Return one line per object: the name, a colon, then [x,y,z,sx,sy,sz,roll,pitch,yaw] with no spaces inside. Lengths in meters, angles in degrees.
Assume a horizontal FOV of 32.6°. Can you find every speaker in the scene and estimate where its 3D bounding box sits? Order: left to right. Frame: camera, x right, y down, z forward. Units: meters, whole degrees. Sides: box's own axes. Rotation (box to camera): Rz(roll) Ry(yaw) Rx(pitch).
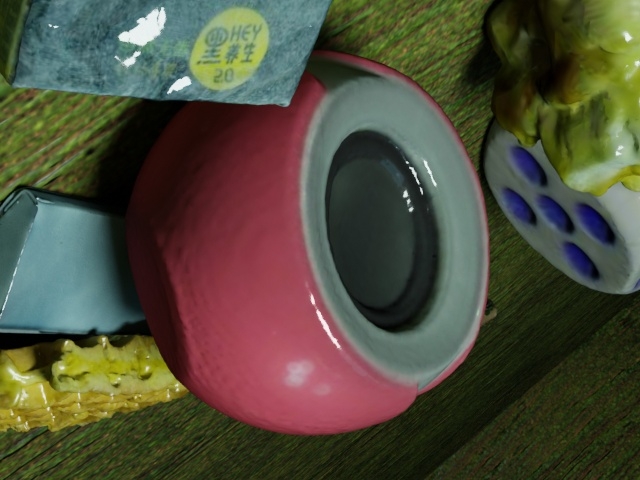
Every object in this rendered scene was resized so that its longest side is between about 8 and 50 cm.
speaker: [0.000,0.000,0.849,0.294,0.294,0.294,-36,157,-18]

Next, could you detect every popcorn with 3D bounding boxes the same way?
popcorn: [0.323,-0.207,1.073,0.312,0.312,0.312,-36,157,-18]

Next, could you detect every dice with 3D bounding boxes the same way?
dice: [0.371,-0.110,1.331,0.259,0.251,0.243,-39,159,-13]

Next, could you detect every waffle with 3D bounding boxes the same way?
waffle: [-0.222,0.120,0.894,0.160,0.055,0.211,-21,166,30]

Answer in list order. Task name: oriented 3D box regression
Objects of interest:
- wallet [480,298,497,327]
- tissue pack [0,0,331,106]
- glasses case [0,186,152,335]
wallet: [0.070,0.130,1.385,0.317,0.169,0.044,-23,108,-42]
tissue pack: [-0.059,-0.199,0.557,0.185,0.081,0.257,-3,125,-43]
glasses case: [-0.178,0.020,0.893,0.266,0.056,0.105,13,97,-65]
